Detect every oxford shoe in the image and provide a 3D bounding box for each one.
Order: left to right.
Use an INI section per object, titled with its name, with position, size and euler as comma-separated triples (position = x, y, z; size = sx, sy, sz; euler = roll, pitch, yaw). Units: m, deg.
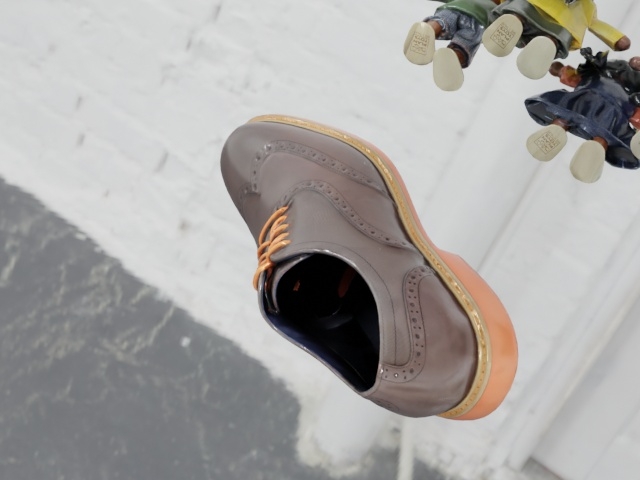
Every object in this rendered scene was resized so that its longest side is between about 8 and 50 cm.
[oxford shoe]
position = 0.000, 0.000, 0.721
size = 0.098, 0.097, 0.271
euler = 4, 28, -38

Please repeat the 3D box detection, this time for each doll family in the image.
[doll family]
position = 0.140, -0.092, 0.631
size = 0.193, 0.076, 0.111
euler = 40, 39, 5
